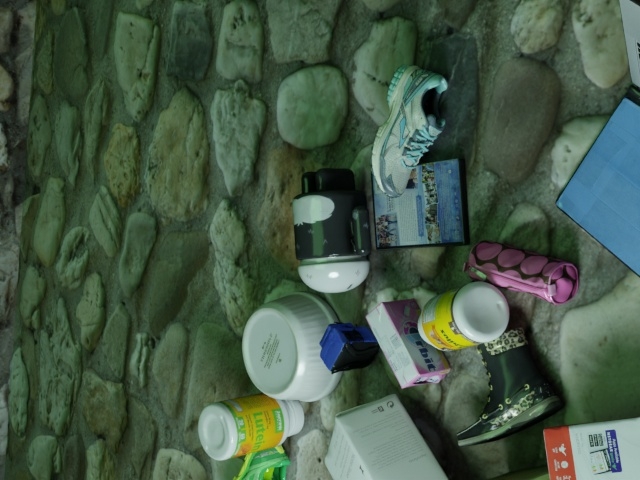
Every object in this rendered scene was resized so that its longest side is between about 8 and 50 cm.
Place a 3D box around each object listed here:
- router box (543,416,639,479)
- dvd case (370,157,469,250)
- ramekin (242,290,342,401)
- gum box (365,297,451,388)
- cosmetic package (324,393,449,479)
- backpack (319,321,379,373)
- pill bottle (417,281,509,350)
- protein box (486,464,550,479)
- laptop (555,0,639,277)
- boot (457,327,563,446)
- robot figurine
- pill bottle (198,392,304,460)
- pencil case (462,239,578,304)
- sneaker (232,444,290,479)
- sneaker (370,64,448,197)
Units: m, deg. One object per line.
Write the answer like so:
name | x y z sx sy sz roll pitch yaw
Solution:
router box | 0.537 0.454 1.451 0.301 0.082 0.335 -14 66 24
dvd case | 0.210 -0.073 1.944 0.253 0.022 0.180 -4 90 46
ramekin | -0.076 0.262 2.184 0.273 0.127 0.272 3 95 46
gum box | 0.189 0.221 1.917 0.062 0.107 0.188 -46 60 38
cosmetic package | 0.169 0.541 1.857 0.385 0.156 0.217 58 154 35
backpack | 0.068 0.234 2.038 0.098 0.120 0.101 -61 42 32
pill bottle | 0.273 0.155 1.786 0.215 0.117 0.117 144 116 -68
protein box | 0.385 0.498 1.656 0.201 0.200 0.135 -27 73 44
laptop | 0.557 -0.111 1.433 0.236 0.408 0.382 -42 56 0
boot | 0.344 0.293 1.776 0.236 0.085 0.178 -35 65 35
robot figurine | 0.027 -0.021 2.036 0.174 0.209 0.278 -5 87 4
pill bottle | -0.162 0.445 2.196 0.136 0.246 0.136 3 94 46
pencil case | 0.379 0.063 1.718 0.209 0.098 0.095 14 105 45
sneaker | -0.161 0.642 2.303 0.123 0.109 0.295 42 120 41
sneaker | 0.190 -0.225 1.886 0.122 0.110 0.283 14 95 35
